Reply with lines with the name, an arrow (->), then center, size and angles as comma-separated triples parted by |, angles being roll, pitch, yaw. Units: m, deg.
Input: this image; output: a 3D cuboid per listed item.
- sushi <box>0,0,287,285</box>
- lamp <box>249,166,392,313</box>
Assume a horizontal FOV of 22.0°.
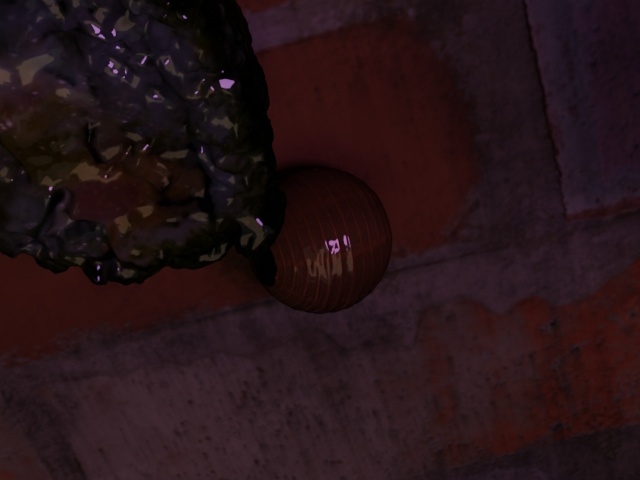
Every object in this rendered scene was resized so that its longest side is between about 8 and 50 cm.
sushi -> -0.198, -0.125, 1.303 | 0.294, 0.178, 0.352 | -16, 132, 8
lamp -> 0.000, 0.000, 1.484 | 0.136, 0.136, 0.136 | -5, 134, -5
